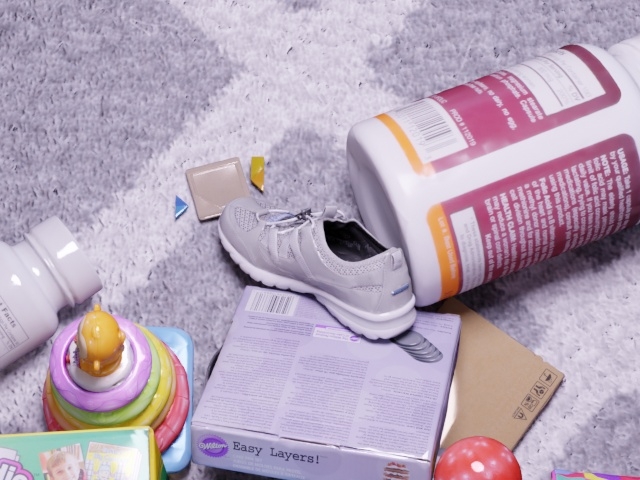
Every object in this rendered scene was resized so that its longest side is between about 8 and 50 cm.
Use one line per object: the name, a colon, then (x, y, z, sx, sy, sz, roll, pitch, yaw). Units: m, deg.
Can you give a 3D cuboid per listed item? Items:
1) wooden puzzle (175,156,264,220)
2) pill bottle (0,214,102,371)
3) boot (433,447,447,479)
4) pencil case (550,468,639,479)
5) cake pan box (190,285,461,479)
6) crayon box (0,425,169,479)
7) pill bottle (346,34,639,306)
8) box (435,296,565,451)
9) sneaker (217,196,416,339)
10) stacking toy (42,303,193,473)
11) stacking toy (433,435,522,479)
wooden puzzle: (-0.120, -0.062, 1.798, 0.116, 0.014, 0.078, -8, 66, -5)
pill bottle: (-0.367, 0.075, 1.678, 0.229, 0.131, 0.131, -34, 74, -13)
boot: (0.092, 0.283, 1.629, 0.258, 0.095, 0.123, 16, 91, 17)
pencil case: (0.359, 0.303, 1.632, 0.236, 0.104, 0.104, 5, 70, -2)
cake pan box: (0.007, 0.158, 1.616, 0.267, 0.070, 0.245, 8, 34, 7)
crayon box: (-0.335, 0.280, 1.506, 0.363, 0.313, 0.106, -4, 70, -2)
pill bottle: (0.246, -0.092, 1.705, 0.392, 0.224, 0.224, -20, 72, -9)
box: (0.156, 0.185, 1.708, 0.164, 0.021, 0.201, 35, 73, 11)
sneaker: (0.000, 0.000, 1.684, 0.281, 0.115, 0.105, 26, 39, 33)
stacking toy: (-0.223, 0.138, 1.567, 0.166, 0.302, 0.175, 0, 71, -2)
stacking toy: (0.216, 0.348, 1.525, 0.141, 0.141, 0.330, -26, 97, -10)
